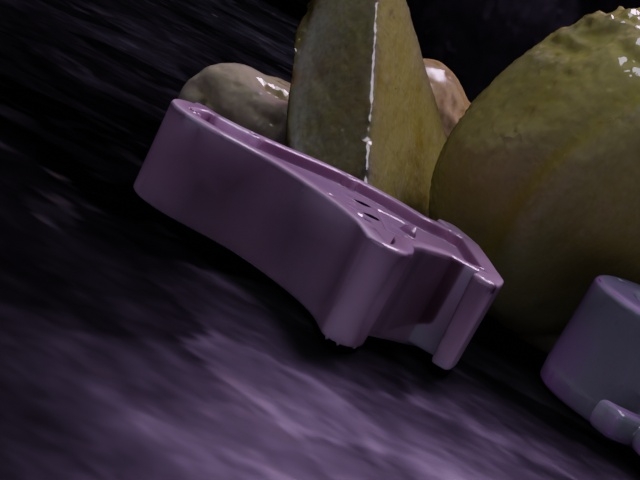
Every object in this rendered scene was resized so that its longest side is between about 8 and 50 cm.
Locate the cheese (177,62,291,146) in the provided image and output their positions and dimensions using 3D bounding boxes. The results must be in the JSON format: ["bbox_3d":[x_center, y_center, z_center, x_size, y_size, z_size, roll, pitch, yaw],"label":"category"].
[{"bbox_3d":[-0.016,-0.103,1.882,0.159,0.093,0.263,35,11,32],"label":"cheese"}]

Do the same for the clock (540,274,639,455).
[{"bbox_3d":[0.343,0.147,1.495,0.338,0.102,0.338,26,9,-5],"label":"clock"}]

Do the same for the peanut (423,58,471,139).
[{"bbox_3d":[0.141,-0.137,2.189,0.263,0.117,0.101,28,27,-25],"label":"peanut"}]

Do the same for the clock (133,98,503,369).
[{"bbox_3d":[0.000,0.000,1.384,0.275,0.080,0.290,25,8,-11],"label":"clock"}]

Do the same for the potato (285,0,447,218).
[{"bbox_3d":[0.024,-0.088,1.665,0.112,0.269,0.255,-11,30,21],"label":"potato"}]

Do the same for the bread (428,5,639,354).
[{"bbox_3d":[0.248,-0.058,1.672,0.320,0.320,0.237,20,19,-42],"label":"bread"}]
